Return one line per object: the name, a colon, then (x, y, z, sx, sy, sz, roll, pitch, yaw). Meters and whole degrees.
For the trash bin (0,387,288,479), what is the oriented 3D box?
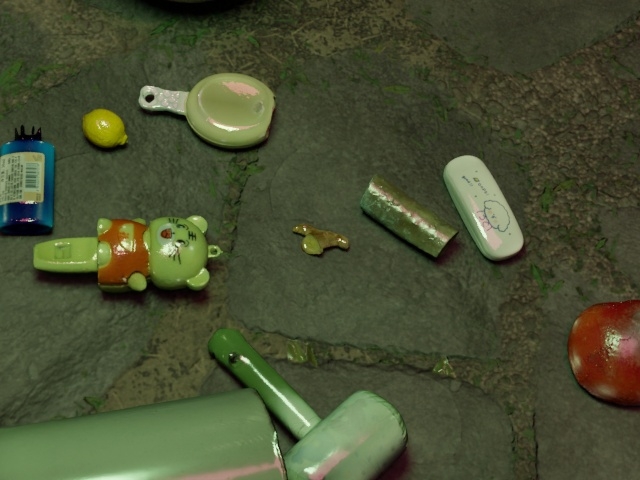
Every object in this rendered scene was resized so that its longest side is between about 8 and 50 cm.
trash bin: (-0.272, 0.355, 1.409, 0.432, 0.280, 0.280, -10, 67, -17)

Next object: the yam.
yam: (0.143, -0.037, 1.771, 0.169, 0.068, 0.068, 37, 65, 8)

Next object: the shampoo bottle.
shampoo bottle: (-0.469, -0.099, 1.713, 0.087, 0.050, 0.183, -2, 66, -7)

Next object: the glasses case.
glasses case: (0.273, -0.056, 1.808, 0.076, 0.049, 0.197, -18, 69, -17)

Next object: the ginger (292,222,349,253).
ginger: (-0.001, 0.000, 1.749, 0.097, 0.030, 0.048, 17, 62, 2)

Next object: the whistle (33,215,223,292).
whistle: (-0.294, 0.020, 1.653, 0.288, 0.106, 0.131, 0, 58, -9)

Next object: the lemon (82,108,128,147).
lemon: (-0.353, -0.183, 1.766, 0.083, 0.062, 0.062, 31, 63, -8)

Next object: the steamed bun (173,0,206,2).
steamed bun: (-0.233, -0.574, 1.869, 0.374, 0.241, 0.374, 4, 68, -10)

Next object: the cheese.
cheese: (-0.191, -0.225, 1.811, 0.227, 0.064, 0.137, 8, 62, -4)

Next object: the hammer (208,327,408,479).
hammer: (-0.043, 0.243, 1.593, 0.206, 0.119, 0.335, -39, 70, -25)

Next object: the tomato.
tomato: (0.495, 0.169, 1.708, 0.189, 0.099, 0.173, 4, 62, -9)
